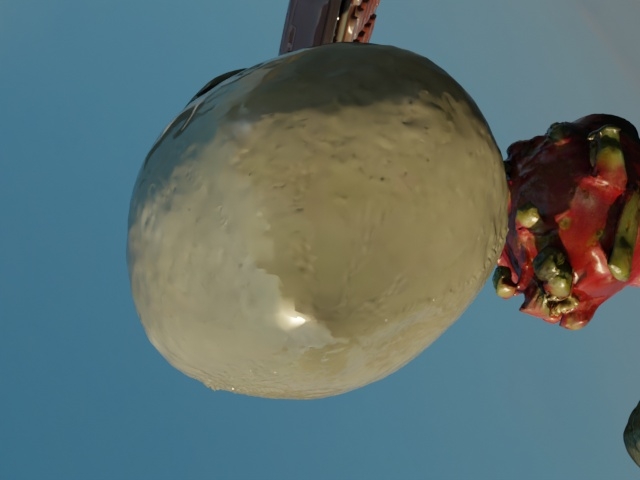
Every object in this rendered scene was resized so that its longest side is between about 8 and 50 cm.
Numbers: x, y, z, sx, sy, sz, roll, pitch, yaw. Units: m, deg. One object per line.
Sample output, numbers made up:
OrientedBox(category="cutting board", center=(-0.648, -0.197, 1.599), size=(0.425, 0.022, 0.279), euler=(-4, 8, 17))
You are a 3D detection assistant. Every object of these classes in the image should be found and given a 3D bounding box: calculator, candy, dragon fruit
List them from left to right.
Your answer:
OrientedBox(category="candy", center=(0.000, 0.000, 1.139), size=(0.295, 0.295, 0.185), euler=(50, -167, -28))
OrientedBox(category="calculator", center=(0.019, -0.220, 1.440), size=(0.048, 0.220, 0.329), euler=(17, -153, 10))
OrientedBox(category="dragon fruit", center=(0.215, -0.013, 1.334), size=(0.166, 0.160, 0.172), euler=(91, -177, -55))

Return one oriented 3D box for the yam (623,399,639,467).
OrientedBox(category="yam", center=(0.325, 0.176, 0.965), size=(0.317, 0.071, 0.067), euler=(28, -125, -14))
